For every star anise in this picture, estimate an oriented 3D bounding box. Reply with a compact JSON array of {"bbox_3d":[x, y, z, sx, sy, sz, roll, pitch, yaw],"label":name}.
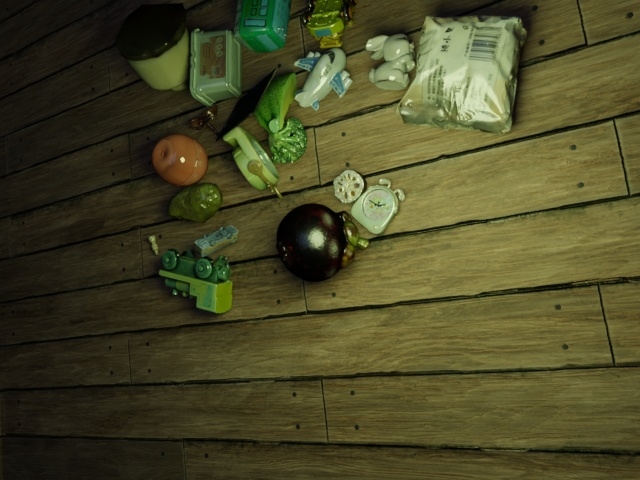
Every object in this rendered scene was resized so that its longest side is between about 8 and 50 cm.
[{"bbox_3d":[-0.505,-0.518,2.048,0.158,0.144,0.140,-31,29,13],"label":"star anise"}]

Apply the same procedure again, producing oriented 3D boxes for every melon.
[{"bbox_3d":[-0.179,-0.541,1.775,0.196,0.124,0.323,-32,30,26],"label":"melon"}]

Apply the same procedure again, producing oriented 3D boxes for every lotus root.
[{"bbox_3d":[0.118,-0.202,1.716,0.122,0.081,0.112,-37,74,18],"label":"lotus root"}]

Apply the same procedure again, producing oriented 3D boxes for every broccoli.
[{"bbox_3d":[-0.138,-0.401,1.815,0.195,0.156,0.195,22,117,51],"label":"broccoli"}]

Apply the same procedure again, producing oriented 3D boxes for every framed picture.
[{"bbox_3d":[-0.305,-0.547,1.833,0.324,0.013,0.244,-16,46,51],"label":"framed picture"}]

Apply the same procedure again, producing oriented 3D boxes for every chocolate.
[{"bbox_3d":[-0.709,-0.851,2.040,0.315,0.297,0.325,8,72,18],"label":"chocolate"}]

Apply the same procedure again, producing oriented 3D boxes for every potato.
[{"bbox_3d":[-0.556,-0.157,1.996,0.298,0.141,0.175,-18,66,30],"label":"potato"}]

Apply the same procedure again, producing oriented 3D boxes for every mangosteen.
[{"bbox_3d":[-0.011,-0.007,1.662,0.297,0.297,0.313,40,76,22],"label":"mangosteen"}]

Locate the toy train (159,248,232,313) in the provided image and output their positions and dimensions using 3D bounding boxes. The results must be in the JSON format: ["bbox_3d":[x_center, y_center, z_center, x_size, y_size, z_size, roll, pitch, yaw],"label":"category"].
[{"bbox_3d":[-0.554,0.165,1.971,0.369,0.150,0.236,10,97,27],"label":"toy train"}]

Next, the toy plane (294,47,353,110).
[{"bbox_3d":[0.002,-0.642,1.780,0.267,0.123,0.266,-2,84,22],"label":"toy plane"}]

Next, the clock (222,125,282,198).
[{"bbox_3d":[-0.256,-0.298,1.809,0.096,0.235,0.307,-33,77,8],"label":"clock"}]

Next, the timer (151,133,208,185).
[{"bbox_3d":[-0.620,-0.354,1.998,0.230,0.215,0.229,-6,78,27],"label":"timer"}]

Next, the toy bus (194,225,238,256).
[{"bbox_3d":[-0.437,0.002,1.904,0.064,0.191,0.075,35,132,27],"label":"toy bus"}]

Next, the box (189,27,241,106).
[{"bbox_3d":[-0.449,-0.767,1.980,0.183,0.175,0.311,-3,85,15],"label":"box"}]

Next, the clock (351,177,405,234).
[{"bbox_3d":[0.220,-0.129,1.673,0.151,0.062,0.191,43,103,22],"label":"clock"}]

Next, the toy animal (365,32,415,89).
[{"bbox_3d":[0.256,-0.655,1.661,0.179,0.127,0.192,-2,88,26],"label":"toy animal"}]

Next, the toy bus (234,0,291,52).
[{"bbox_3d":[-0.229,-0.975,1.875,0.200,0.184,0.343,7,90,22],"label":"toy bus"}]

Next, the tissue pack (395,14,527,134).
[{"bbox_3d":[0.478,-0.560,1.515,0.390,0.195,0.375,16,97,25],"label":"tissue pack"}]

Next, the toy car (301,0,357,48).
[{"bbox_3d":[0.048,-0.871,1.763,0.201,0.142,0.247,7,67,24],"label":"toy car"}]

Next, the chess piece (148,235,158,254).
[{"bbox_3d":[-0.791,0.025,2.146,0.035,0.035,0.092,-25,80,21],"label":"chess piece"}]
